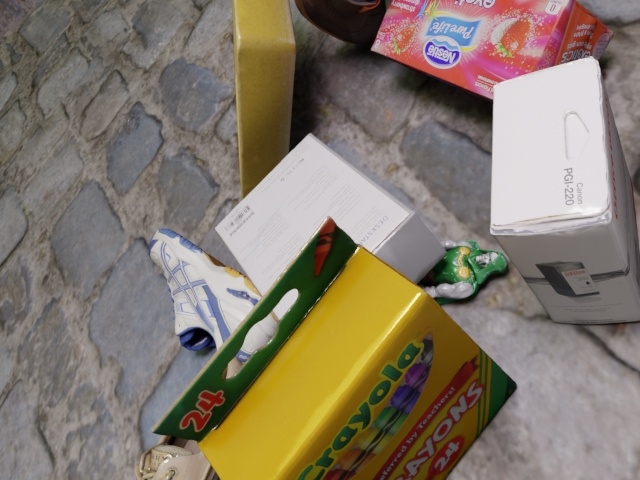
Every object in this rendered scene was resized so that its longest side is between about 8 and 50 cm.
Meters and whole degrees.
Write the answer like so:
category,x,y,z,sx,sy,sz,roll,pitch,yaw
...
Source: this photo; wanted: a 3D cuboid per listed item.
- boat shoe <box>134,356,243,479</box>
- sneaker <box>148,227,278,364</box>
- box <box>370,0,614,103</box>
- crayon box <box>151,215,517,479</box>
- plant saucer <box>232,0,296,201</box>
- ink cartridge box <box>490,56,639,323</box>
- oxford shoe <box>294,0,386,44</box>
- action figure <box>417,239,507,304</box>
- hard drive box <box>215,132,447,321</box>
category,x,y,z,sx,sy,sz,roll,pitch,yaw
boat shoe,-0.161,0.261,0.626,0.109,0.098,0.302,-2,41,37
sneaker,-0.180,0.081,0.815,0.296,0.112,0.131,27,81,42
box,0.203,-0.250,0.717,0.257,0.123,0.128,41,116,42
crayon box,0.041,0.142,0.489,0.202,0.318,0.081,-52,48,-2
plant saucer,-0.092,-0.272,0.876,0.081,0.332,0.332,-3,56,-8
ink cartridge box,0.233,-0.032,0.527,0.092,0.218,0.158,-7,60,31
oxford shoe,0.039,-0.349,0.786,0.130,0.364,0.132,-46,73,10
action figure,0.105,0.039,0.684,0.232,0.063,0.137,-9,56,26
hard drive box,0.000,0.000,0.677,0.181,0.089,0.232,-45,42,2
